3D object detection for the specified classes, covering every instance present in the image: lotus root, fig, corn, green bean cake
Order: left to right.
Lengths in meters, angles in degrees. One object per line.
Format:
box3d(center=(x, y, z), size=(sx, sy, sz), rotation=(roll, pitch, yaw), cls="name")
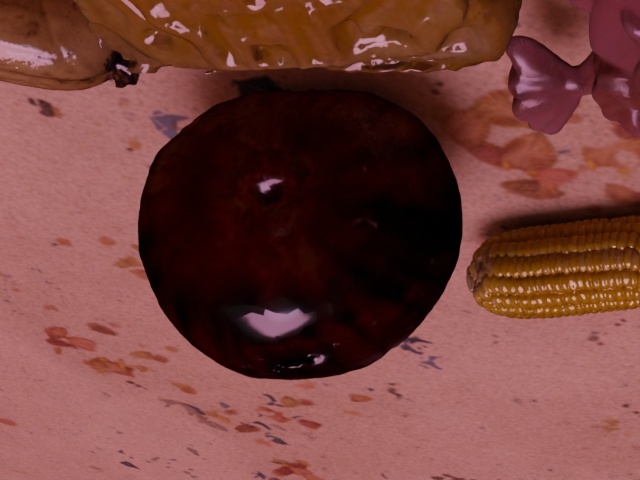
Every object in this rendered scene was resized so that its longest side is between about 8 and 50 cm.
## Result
box3d(center=(-0.183, -0.127, 0.759), size=(0.151, 0.063, 0.072), rotation=(13, 179, -13), cls="lotus root")
box3d(center=(-0.027, -0.175, 0.537), size=(0.229, 0.131, 0.224), rotation=(1, 147, 20), cls="green bean cake")
box3d(center=(0.001, 0.012, 0.817), size=(0.203, 0.186, 0.249), rotation=(-15, 152, 11), cls="fig")
box3d(center=(0.194, 0.017, 0.848), size=(0.206, 0.067, 0.067), rotation=(-7, 145, 33), cls="corn")

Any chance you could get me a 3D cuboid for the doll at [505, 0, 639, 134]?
box3d(center=(0.208, -0.100, 0.600), size=(0.261, 0.093, 0.211), rotation=(-7, 133, 34), cls="doll")
